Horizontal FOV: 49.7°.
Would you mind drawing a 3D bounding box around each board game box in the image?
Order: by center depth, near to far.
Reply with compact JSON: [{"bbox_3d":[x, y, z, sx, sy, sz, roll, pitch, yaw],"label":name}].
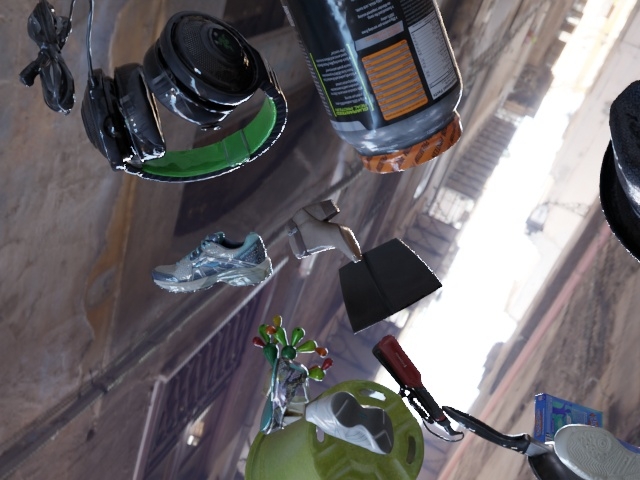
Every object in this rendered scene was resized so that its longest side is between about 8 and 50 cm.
[{"bbox_3d":[0.696,0.536,1.936,0.210,0.047,0.160,21,-118,-17],"label":"board game box"}]

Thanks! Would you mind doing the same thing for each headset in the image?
[{"bbox_3d":[-0.190,-0.159,0.841,0.394,0.243,0.185,32,-144,-59],"label":"headset"}]

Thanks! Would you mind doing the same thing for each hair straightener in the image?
[{"bbox_3d":[0.178,0.279,1.274,0.047,0.089,0.230,-38,-99,-24],"label":"hair straightener"}]

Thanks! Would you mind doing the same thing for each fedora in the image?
[{"bbox_3d":[0.462,-0.109,0.836,0.152,0.334,0.334,24,-155,-36],"label":"fedora"}]

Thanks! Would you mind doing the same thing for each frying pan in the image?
[{"bbox_3d":[0.360,0.335,1.066,0.326,0.053,0.197,39,-161,31],"label":"frying pan"}]

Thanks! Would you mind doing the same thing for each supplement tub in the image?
[{"bbox_3d":[0.074,-0.264,0.940,0.193,0.316,0.194,-20,-155,9],"label":"supplement tub"}]

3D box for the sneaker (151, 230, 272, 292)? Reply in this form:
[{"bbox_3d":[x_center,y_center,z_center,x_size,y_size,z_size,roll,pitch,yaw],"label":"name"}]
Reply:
[{"bbox_3d":[-0.256,0.039,1.595,0.282,0.122,0.110,-8,-162,6],"label":"sneaker"}]

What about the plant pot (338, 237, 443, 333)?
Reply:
[{"bbox_3d":[0.156,0.103,1.729,0.187,0.188,0.167,-24,-96,-35],"label":"plant pot"}]

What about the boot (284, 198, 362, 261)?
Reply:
[{"bbox_3d":[0.000,0.000,0.990,0.042,0.087,0.119,28,-147,-57],"label":"boot"}]

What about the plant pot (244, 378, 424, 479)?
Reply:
[{"bbox_3d":[0.035,0.345,1.088,0.275,0.254,0.276,7,-123,-12],"label":"plant pot"}]

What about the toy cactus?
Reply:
[{"bbox_3d":[-0.085,0.286,1.604,0.218,0.181,0.112,30,-172,23],"label":"toy cactus"}]

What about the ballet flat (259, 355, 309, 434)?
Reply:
[{"bbox_3d":[-0.031,0.148,0.632,0.041,0.114,0.041,7,-133,-8],"label":"ballet flat"}]

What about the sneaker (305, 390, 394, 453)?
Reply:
[{"bbox_3d":[0.041,0.236,0.897,0.152,0.061,0.054,40,-133,-36],"label":"sneaker"}]

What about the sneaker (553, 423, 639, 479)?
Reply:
[{"bbox_3d":[0.300,0.234,0.738,0.152,0.084,0.058,17,-106,-12],"label":"sneaker"}]
